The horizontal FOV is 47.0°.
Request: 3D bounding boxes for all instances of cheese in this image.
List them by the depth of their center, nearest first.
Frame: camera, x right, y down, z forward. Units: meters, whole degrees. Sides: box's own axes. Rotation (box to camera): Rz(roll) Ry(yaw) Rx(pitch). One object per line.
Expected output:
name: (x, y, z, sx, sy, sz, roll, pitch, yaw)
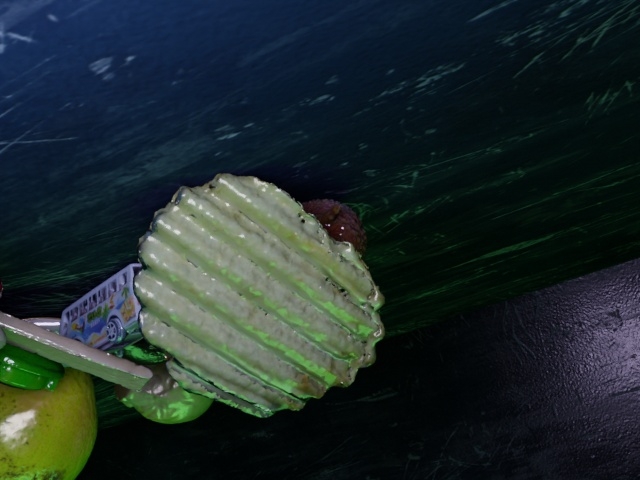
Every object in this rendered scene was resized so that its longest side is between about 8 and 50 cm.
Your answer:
cheese: (-0.510, 0.197, 1.383, 0.400, 0.034, 0.085, 27, 140, -20)

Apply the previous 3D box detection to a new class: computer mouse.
computer mouse: (-0.617, 0.200, 1.593, 0.198, 0.045, 0.102, -1, 153, -20)
computer mouse: (-0.422, 0.262, 1.853, 0.264, 0.088, 0.147, -8, -167, -30)

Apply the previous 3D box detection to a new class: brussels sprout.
brussels sprout: (-0.439, 0.416, 2.188, 0.273, 0.243, 0.316, 4, 178, 25)

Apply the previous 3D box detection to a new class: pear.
pear: (-0.682, 0.403, 1.674, 0.390, 0.391, 0.391, -14, 164, -4)

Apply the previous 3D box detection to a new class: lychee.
lychee: (0.000, 0.000, 1.283, 0.165, 0.165, 0.197, -11, 139, -15)

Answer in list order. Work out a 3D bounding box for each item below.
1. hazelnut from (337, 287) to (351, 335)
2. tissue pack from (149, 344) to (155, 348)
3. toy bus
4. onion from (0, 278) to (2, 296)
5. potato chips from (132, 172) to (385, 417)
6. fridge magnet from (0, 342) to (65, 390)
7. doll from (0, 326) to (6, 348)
hazelnut: (0.036, 0.162, 1.862, 0.214, 0.176, 0.214, -26, -160, 10)
tissue pack: (-0.262, 0.187, 1.749, 0.256, 0.123, 0.215, 3, 160, -28)
toy bus: (-0.417, 0.158, 1.475, 0.109, 0.136, 0.329, 1, 158, -46)
onion: (-0.551, 0.087, 0.963, 0.252, 0.219, 0.252, -16, 156, -7)
potato chips: (-0.106, 0.106, 1.158, 0.358, 0.429, 0.070, -48, -160, 11)
fridge magnet: (-0.607, 0.233, 1.450, 0.208, 0.088, 0.208, 23, 170, 4)
doll: (-0.678, 0.178, 1.267, 0.228, 0.154, 0.258, 31, 158, -26)
